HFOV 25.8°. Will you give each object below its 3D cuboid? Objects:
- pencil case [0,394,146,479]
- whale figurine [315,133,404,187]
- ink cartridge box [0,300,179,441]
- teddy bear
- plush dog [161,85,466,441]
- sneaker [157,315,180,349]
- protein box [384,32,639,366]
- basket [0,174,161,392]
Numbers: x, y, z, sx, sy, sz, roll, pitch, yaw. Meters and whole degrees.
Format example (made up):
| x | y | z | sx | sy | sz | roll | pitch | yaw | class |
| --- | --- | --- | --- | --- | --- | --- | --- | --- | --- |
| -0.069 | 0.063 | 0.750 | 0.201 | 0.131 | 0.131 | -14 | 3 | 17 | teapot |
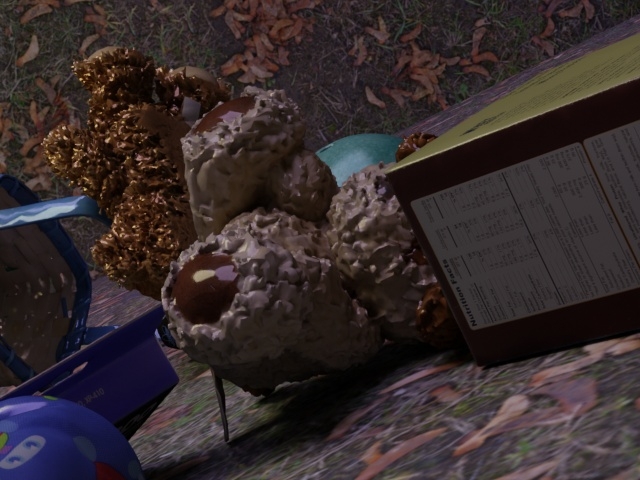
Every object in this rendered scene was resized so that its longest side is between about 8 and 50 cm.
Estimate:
| x | y | z | sx | sy | sz | roll | pitch | yaw | class |
| --- | --- | --- | --- | --- | --- | --- | --- | --- | --- |
| -0.193 | 0.171 | 0.660 | 0.133 | 0.119 | 0.306 | 10 | 16 | 13 | pencil case |
| 0.000 | 0.000 | 1.219 | 0.272 | 0.141 | 0.216 | -30 | 8 | -29 | whale figurine |
| -0.189 | 0.144 | 0.919 | 0.206 | 0.045 | 0.208 | -32 | -15 | -46 | ink cartridge box |
| -0.158 | -0.065 | 1.397 | 0.245 | 0.338 | 0.113 | 0 | -39 | -42 | teddy bear |
| 0.028 | 0.021 | 0.979 | 0.225 | 0.210 | 0.262 | -11 | 37 | 9 | plush dog |
| -0.080 | 0.044 | 1.448 | 0.090 | 0.081 | 0.232 | -13 | 14 | 34 | sneaker |
| 0.190 | -0.042 | 0.839 | 0.201 | 0.136 | 0.200 | -19 | 10 | 43 | protein box |
| -0.313 | 0.045 | 1.520 | 0.289 | 0.255 | 0.201 | -3 | 54 | 18 | basket |
